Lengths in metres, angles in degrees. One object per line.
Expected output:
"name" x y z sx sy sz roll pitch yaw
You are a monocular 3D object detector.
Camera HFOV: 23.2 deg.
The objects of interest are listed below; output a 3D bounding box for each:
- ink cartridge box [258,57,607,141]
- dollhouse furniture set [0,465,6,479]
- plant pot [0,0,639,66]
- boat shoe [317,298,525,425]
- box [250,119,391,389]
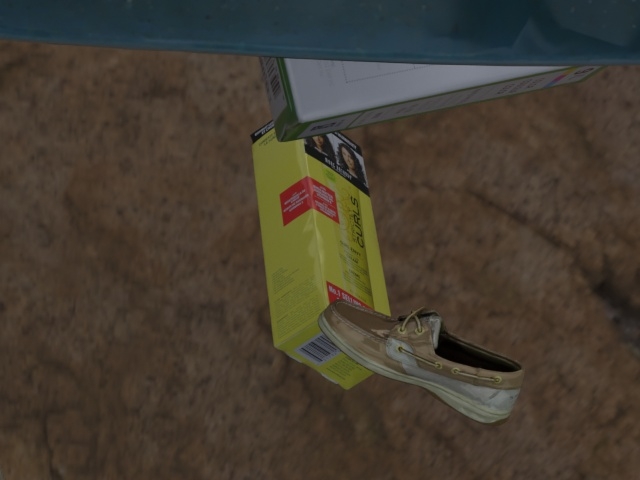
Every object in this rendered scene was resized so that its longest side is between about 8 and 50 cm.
"ink cartridge box" 0.072 -0.120 0.698 0.209 0.062 0.109 -13 87 -10
"dollhouse furniture set" -0.352 0.303 1.539 0.101 0.182 0.160 -5 70 -57
"plant pot" 0.026 -0.213 0.337 0.341 0.341 0.334 2 93 -10
"boat shoe" 0.065 0.066 0.980 0.135 0.045 0.050 25 26 1
"box" 0.000 0.000 1.234 0.087 0.058 0.232 35 33 -35
